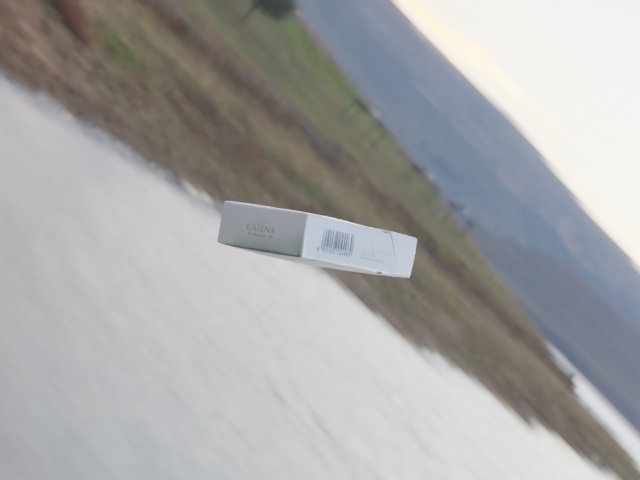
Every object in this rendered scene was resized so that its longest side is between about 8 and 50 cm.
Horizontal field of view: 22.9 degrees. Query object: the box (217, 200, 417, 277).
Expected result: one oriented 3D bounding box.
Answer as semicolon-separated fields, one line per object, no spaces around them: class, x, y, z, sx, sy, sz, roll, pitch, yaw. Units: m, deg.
box;0.000;0.001;1.251;0.084;0.040;0.154;6;-2;36
